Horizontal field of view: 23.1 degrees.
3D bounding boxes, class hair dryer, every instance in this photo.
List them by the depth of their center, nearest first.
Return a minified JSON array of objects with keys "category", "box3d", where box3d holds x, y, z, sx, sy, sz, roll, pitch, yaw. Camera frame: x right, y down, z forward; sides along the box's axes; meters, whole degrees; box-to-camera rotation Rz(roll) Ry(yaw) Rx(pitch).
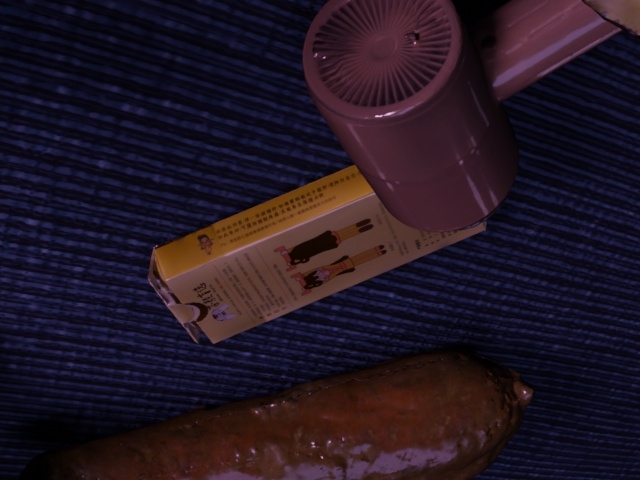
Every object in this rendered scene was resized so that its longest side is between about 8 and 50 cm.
[{"category":"hair dryer","box3d":[0.089,-0.078,0.602,0.182,0.064,0.117,-31,149,6]}]

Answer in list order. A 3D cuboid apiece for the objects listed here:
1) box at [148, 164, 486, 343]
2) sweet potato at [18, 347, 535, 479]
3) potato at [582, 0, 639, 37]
[{"category":"box","box3d":[0.000,0.000,0.705,0.149,0.020,0.073,-23,151,2]},{"category":"sweet potato","box3d":[-0.020,0.108,0.819,0.273,0.075,0.075,-9,147,-14]},{"category":"potato","box3d":[0.134,-0.177,0.417,0.299,0.116,0.239,28,119,-39]}]
